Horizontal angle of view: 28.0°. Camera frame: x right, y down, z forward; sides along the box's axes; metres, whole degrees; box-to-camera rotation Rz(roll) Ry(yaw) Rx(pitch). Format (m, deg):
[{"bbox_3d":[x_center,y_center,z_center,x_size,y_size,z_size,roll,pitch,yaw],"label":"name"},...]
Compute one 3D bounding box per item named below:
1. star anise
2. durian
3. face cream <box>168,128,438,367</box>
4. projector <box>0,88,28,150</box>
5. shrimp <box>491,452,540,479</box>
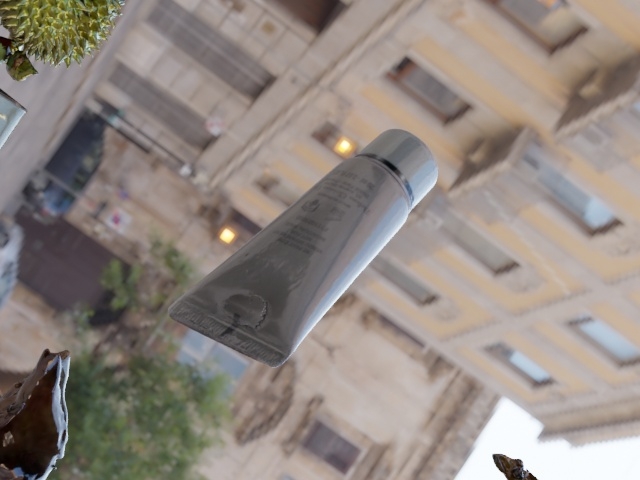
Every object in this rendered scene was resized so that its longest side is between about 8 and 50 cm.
[{"bbox_3d":[-0.232,0.191,0.837,0.288,0.088,0.288,-27,-131,37],"label":"star anise"},{"bbox_3d":[-0.243,-0.252,1.169,0.146,0.198,0.159,-18,-168,-41],"label":"durian"},{"bbox_3d":[0.000,0.000,1.278,0.314,0.143,0.089,-42,142,-34],"label":"face cream"},{"bbox_3d":[-0.222,-0.065,0.699,0.082,0.083,0.083,-56,-140,0],"label":"projector"},{"bbox_3d":[0.129,0.187,0.823,0.091,0.127,0.025,-20,-160,32],"label":"shrimp"}]
